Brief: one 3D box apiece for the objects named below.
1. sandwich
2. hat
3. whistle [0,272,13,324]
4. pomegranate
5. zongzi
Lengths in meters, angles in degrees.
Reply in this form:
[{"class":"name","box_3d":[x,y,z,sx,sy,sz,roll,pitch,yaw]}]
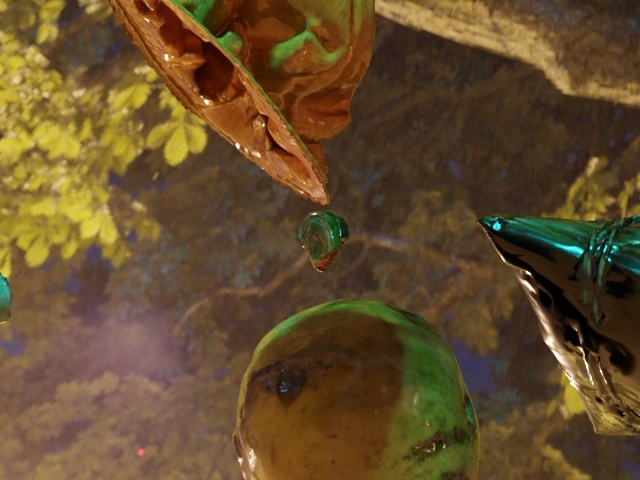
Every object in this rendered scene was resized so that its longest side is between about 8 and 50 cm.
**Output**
[{"class":"sandwich","box_3d":[0.002,-0.002,1.361,0.026,0.101,0.069,14,-73,-23]},{"class":"hat","box_3d":[-0.009,-0.196,0.939,0.244,0.233,0.233,41,-12,7]},{"class":"whistle","box_3d":[-0.287,0.051,0.723,0.039,0.186,0.039,18,-67,52]},{"class":"pomegranate","box_3d":[0.037,0.203,1.214,0.281,0.281,0.281,11,-46,12]},{"class":"zongzi","box_3d":[0.378,0.122,1.211,0.383,0.319,0.362,7,-37,28]}]
